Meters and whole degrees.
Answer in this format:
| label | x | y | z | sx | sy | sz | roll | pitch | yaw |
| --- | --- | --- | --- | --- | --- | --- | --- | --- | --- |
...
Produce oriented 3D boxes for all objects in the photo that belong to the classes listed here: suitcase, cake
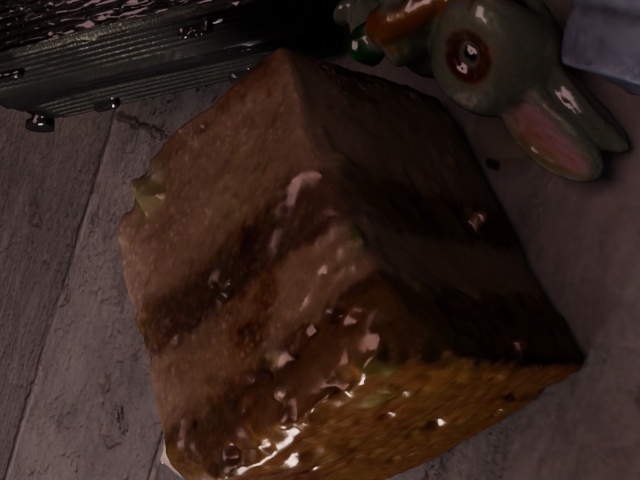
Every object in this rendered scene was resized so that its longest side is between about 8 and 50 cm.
| label | x | y | z | sx | sy | sz | roll | pitch | yaw |
| --- | --- | --- | --- | --- | --- | --- | --- | --- | --- |
| suitcase | -0.152 | -0.238 | 0.782 | 0.335 | 0.152 | 0.229 | -7 | 79 | 25 |
| cake | 0.000 | 0.000 | 0.612 | 0.196 | 0.199 | 0.293 | -41 | 56 | 35 |

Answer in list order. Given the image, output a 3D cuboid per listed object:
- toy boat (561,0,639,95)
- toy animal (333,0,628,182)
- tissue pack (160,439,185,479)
| label | x | y | z | sx | sy | sz | roll | pitch | yaw |
| --- | --- | --- | --- | --- | --- | --- | --- | --- | --- |
| toy boat | 0.244 | -0.076 | 0.434 | 0.283 | 0.127 | 0.078 | 31 | 105 | 40 |
| toy animal | 0.098 | -0.142 | 0.600 | 0.138 | 0.108 | 0.236 | -46 | 53 | -9 |
| tissue pack | -0.075 | 0.160 | 0.747 | 0.094 | 0.059 | 0.074 | 22 | 101 | 44 |
